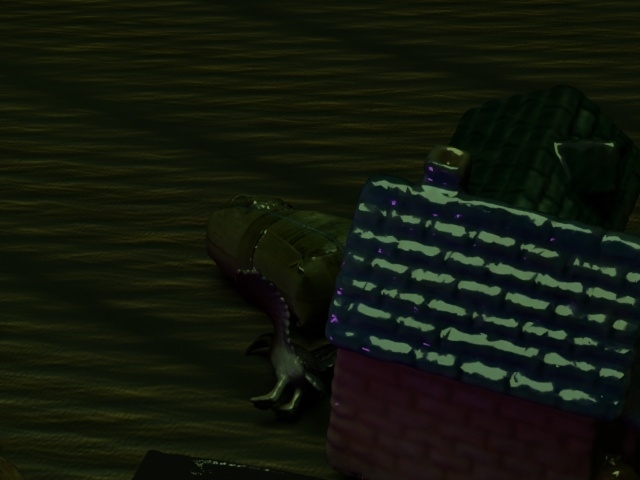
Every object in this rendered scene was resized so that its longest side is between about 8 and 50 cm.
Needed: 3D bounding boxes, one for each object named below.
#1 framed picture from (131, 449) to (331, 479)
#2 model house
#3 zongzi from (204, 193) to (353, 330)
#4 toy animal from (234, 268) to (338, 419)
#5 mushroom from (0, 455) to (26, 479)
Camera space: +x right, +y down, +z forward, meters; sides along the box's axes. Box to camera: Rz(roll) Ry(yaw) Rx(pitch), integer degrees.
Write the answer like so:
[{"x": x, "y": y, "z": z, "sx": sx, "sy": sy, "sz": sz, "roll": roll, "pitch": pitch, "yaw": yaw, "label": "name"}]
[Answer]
[{"x": -0.148, "y": 0.369, "z": 1.728, "sx": 0.244, "sy": 0.013, "sz": 0.324, "roll": 6, "pitch": 38, "yaw": 18, "label": "framed picture"}, {"x": 0.250, "y": 0.044, "z": 1.749, "sx": 0.395, "sy": 0.400, "sz": 0.445, "roll": 14, "pitch": 40, "yaw": 17, "label": "model house"}, {"x": 0.000, "y": 0.000, "z": 2.127, "sx": 0.274, "sy": 0.125, "sz": 0.251, "roll": -21, "pitch": 39, "yaw": -37, "label": "zongzi"}, {"x": -0.049, "y": 0.145, "z": 1.929, "sx": 0.197, "sy": 0.272, "sz": 0.160, "roll": -27, "pitch": 40, "yaw": 40, "label": "toy animal"}, {"x": -0.463, "y": 0.324, "z": 1.726, "sx": 0.278, "sy": 0.146, "sz": 0.278, "roll": -4, "pitch": 38, "yaw": 3, "label": "mushroom"}]
